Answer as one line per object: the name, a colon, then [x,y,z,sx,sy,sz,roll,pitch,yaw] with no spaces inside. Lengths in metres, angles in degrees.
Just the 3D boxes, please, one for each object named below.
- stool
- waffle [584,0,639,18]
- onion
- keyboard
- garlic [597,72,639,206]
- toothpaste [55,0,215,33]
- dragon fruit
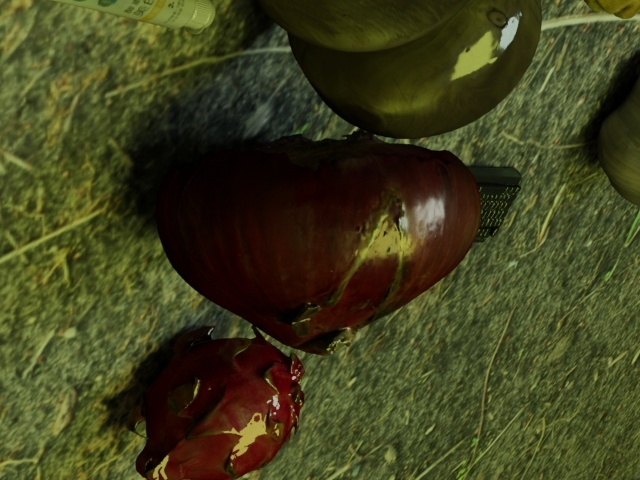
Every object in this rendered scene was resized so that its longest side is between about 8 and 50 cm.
stool: [0.035,-0.197,0.986,0.179,0.179,0.264,-49,154,-3]
waffle: [0.316,-0.366,1.323,0.379,0.095,0.382,-54,152,11]
onion: [-0.002,-0.011,1.135,0.248,0.248,0.161,-13,118,-52]
keyboard: [0.133,-0.033,1.540,0.230,0.025,0.093,-3,125,-57]
garlic: [0.422,-0.130,1.728,0.228,0.152,0.228,-32,145,-25]
toothpaste: [-0.130,-0.158,0.947,0.048,0.031,0.190,-55,152,18]
dragon fruit: [-0.093,0.148,1.315,0.166,0.133,0.136,-43,111,-17]
